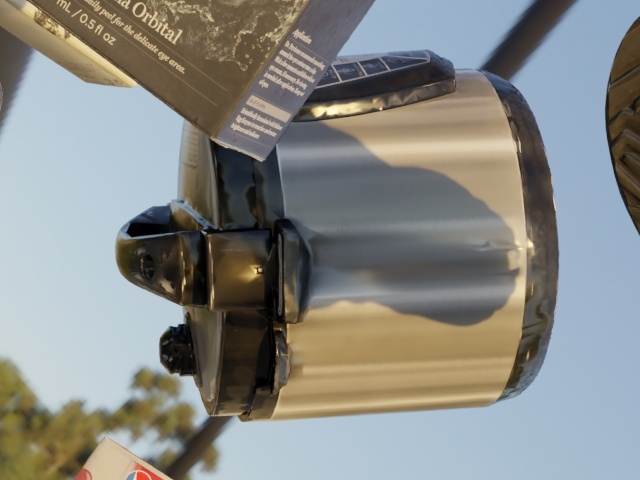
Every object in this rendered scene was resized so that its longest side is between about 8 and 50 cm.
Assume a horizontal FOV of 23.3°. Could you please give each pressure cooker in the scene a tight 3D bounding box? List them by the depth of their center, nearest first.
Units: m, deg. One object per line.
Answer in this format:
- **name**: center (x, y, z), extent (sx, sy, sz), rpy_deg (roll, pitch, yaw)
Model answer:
- **pressure cooker**: center (0.001, 0.006, 1.601), extent (0.370, 0.420, 0.376), rpy_deg (101, -17, -53)

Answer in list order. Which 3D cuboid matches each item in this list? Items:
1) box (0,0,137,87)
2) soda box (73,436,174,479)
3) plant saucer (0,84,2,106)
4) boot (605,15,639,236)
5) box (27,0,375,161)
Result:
- **box**: center (-0.258, -0.247, 1.347), extent (0.275, 0.113, 0.094), rpy_deg (32, -12, -38)
- **soda box**: center (-0.205, 0.278, 1.504), extent (0.083, 0.092, 0.263), rpy_deg (32, -23, 4)
- **plant saucer**: center (-0.457, -0.197, 1.779), extent (0.200, 0.200, 0.037), rpy_deg (43, -55, 15)
- **boot**: center (0.282, 0.000, 1.052), extent (0.260, 0.131, 0.348), rpy_deg (-50, 120, -79)
- **box**: center (-0.061, -0.158, 0.909), extent (0.156, 0.158, 0.093), rpy_deg (37, 6, 17)
